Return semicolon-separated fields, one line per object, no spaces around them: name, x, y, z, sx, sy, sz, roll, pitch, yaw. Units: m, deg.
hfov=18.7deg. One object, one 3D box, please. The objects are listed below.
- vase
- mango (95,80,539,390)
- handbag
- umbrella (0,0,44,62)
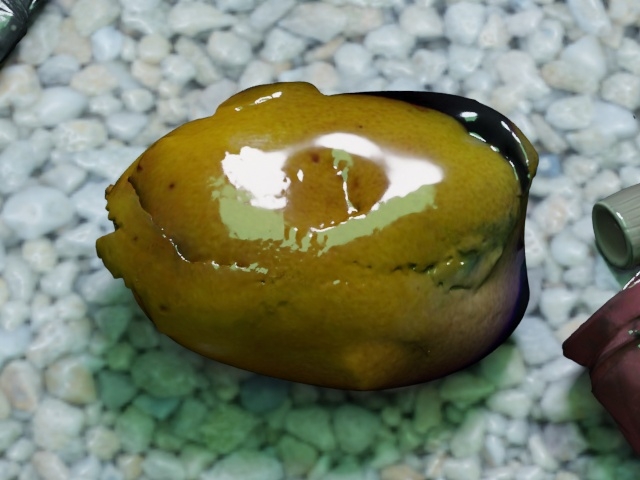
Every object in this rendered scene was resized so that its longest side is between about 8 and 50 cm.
vase;0.242;-0.021;1.343;0.100;0.053;0.053;-22;69;-16
mango;0.000;0.000;1.267;0.287;0.153;0.201;6;61;-1
handbag;0.274;0.048;1.264;0.225;0.146;0.135;-34;77;-16
umbrella;-0.267;-0.121;1.361;0.066;0.059;0.236;41;71;-4
